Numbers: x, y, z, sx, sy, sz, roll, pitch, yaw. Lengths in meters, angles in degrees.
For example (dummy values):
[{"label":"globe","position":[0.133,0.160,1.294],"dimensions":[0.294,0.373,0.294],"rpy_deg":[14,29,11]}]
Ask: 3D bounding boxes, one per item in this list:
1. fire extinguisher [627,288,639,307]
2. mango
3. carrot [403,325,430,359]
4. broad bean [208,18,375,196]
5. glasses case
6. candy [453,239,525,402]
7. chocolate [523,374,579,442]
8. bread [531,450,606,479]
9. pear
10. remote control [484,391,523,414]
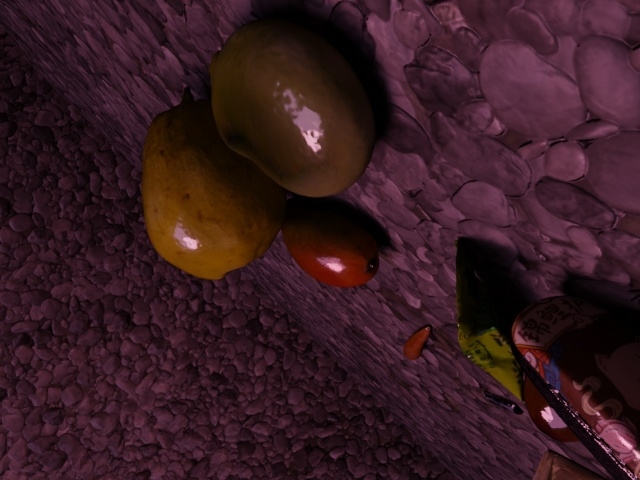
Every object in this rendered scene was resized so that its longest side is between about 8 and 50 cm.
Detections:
[{"label":"fire extinguisher","position":[0.339,0.073,0.453],"dimensions":[0.038,0.025,0.083],"rpy_deg":[-29,112,34]},{"label":"mango","position":[0.004,0.004,0.896],"dimensions":[0.146,0.129,0.289],"rpy_deg":[53,169,-26]},{"label":"carrot","position":[0.231,0.238,1.087],"dimensions":[0.048,0.048,0.216],"rpy_deg":[38,158,19]},{"label":"broad bean","position":[-0.045,-0.164,0.603],"dimensions":[0.291,0.119,0.238],"rpy_deg":[18,141,51]},{"label":"glasses case","position":[0.322,0.178,0.444],"dimensions":[0.321,0.122,0.082],"rpy_deg":[-125,24,-43]},{"label":"candy","position":[0.235,0.129,0.651],"dimensions":[0.069,0.149,0.246],"rpy_deg":[-27,122,30]},{"label":"chocolate","position":[0.324,0.189,0.584],"dimensions":[0.127,0.133,0.124],"rpy_deg":[37,159,12]},{"label":"bread","position":[0.576,0.581,0.995],"dimensions":[0.192,0.110,0.209],"rpy_deg":[50,162,-26]},{"label":"pear","position":[-0.213,-0.110,0.892],"dimensions":[0.287,0.287,0.376],"rpy_deg":[4,109,65]},{"label":"remote control","position":[0.406,0.365,1.028],"dimensions":[0.039,0.014,0.096],"rpy_deg":[48,164,-14]}]
